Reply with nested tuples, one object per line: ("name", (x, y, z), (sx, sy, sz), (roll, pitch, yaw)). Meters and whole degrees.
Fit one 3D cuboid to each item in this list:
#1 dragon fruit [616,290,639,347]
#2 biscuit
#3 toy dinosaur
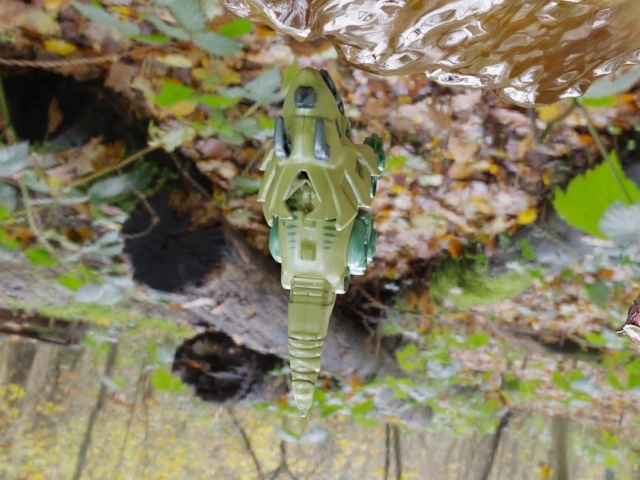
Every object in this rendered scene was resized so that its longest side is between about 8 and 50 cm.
("dragon fruit", (0.317, 0.050, 0.739), (0.068, 0.126, 0.112), (31, -142, 16))
("biscuit", (0.024, -0.247, 0.457), (0.166, 0.343, 0.395), (-34, 156, 30))
("toy dinosaur", (0.000, 0.000, 0.654), (0.094, 0.259, 0.153), (4, -171, 15))
